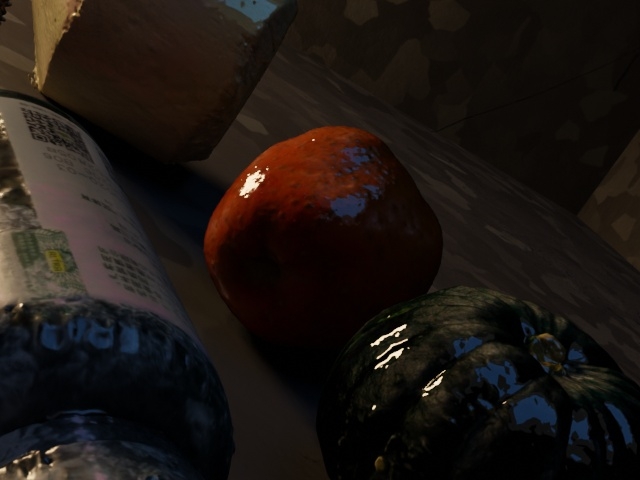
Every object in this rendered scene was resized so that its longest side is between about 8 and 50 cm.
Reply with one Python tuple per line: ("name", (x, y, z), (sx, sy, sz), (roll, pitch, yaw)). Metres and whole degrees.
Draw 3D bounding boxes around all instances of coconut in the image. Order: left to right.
("coconut", (-0.168, -0.211, 1.093), (0.244, 0.239, 0.239), (32, 14, -6))

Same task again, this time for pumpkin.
("pumpkin", (0.105, 0.127, 0.679), (0.220, 0.162, 0.220), (21, 20, -8))

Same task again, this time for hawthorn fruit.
("hawthorn fruit", (0.000, 0.000, 0.864), (0.189, 0.189, 0.189), (32, 14, -9))

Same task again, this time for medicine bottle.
("medicine bottle", (-0.121, 0.052, 0.457), (0.141, 0.141, 0.293), (24, 16, -34))

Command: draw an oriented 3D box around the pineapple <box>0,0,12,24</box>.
("pineapple", (-0.305, -0.172, 0.910), (0.125, 0.125, 0.251), (26, 20, -28))
